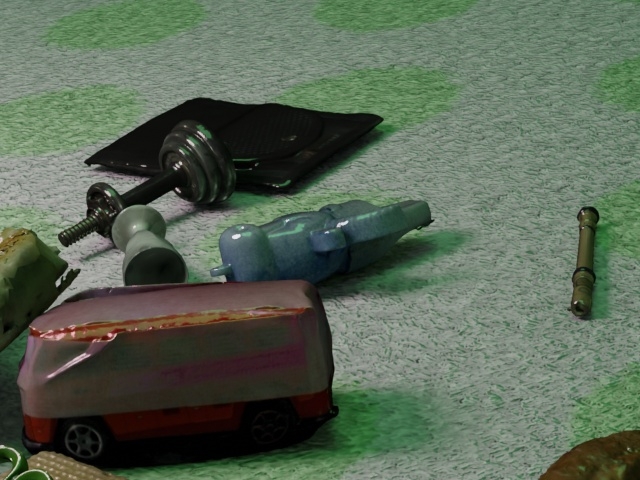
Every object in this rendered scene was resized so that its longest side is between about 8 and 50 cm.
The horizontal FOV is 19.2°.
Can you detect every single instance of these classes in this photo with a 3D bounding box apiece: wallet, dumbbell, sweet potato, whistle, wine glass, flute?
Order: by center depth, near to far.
[{"bbox_3d":[0.223,0.217,1.513,0.341,0.092,0.114,-27,54,-35],"label":"sweet potato"},{"bbox_3d":[0.281,0.021,2.007,0.027,0.027,0.233,-3,24,11],"label":"flute"},{"bbox_3d":[0.000,0.000,2.059,0.269,0.093,0.180,-20,7,-27],"label":"whistle"},{"bbox_3d":[-0.192,0.016,2.114,0.073,0.073,0.155,-11,21,-7],"label":"wine glass"},{"bbox_3d":[-0.206,-0.058,2.249,0.254,0.110,0.110,-31,32,-32],"label":"dumbbell"},{"bbox_3d":[-0.111,-0.130,2.456,0.323,0.041,0.247,6,26,34],"label":"wallet"}]

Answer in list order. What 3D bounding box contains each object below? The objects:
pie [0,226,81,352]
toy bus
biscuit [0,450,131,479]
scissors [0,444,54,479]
[{"bbox_3d":[-0.396,0.081,1.900,0.296,0.078,0.371,-37,17,-17],"label":"pie"},{"bbox_3d":[-0.134,0.121,1.773,0.303,0.147,0.127,-4,18,5],"label":"toy bus"},{"bbox_3d":[-0.189,0.243,1.606,0.239,0.062,0.108,14,31,39],"label":"biscuit"},{"bbox_3d":[-0.312,0.256,1.572,0.204,0.027,0.101,-43,40,-19],"label":"scissors"}]
